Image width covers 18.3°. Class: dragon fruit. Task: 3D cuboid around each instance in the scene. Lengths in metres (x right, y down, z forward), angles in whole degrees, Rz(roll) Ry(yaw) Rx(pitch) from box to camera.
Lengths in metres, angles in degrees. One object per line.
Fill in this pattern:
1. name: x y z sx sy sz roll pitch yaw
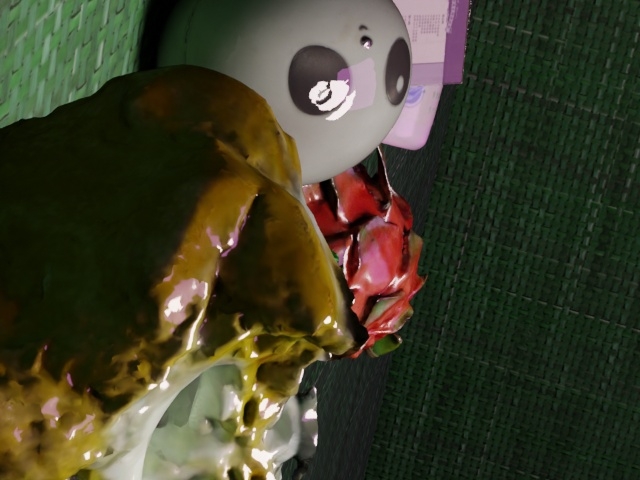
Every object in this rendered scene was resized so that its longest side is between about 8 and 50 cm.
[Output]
1. dragon fruit: 0.000 0.000 1.927 0.193 0.192 0.274 29 -33 62

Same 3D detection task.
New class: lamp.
1. lamp: -0.026 -0.160 1.454 0.198 0.198 0.244 -44 136 -74

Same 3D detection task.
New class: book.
1. book: 0.056 -0.225 1.911 0.231 0.026 0.157 -6 109 -40

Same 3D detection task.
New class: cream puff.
1. cream puff: -0.146 0.063 1.009 0.274 0.270 0.323 -125 -138 -54

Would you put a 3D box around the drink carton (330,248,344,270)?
1. drink carton: -0.076 0.056 1.666 0.142 0.146 0.144 -63 -176 10

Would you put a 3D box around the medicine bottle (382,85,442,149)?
1. medicine bottle: 0.070 -0.230 2.037 0.152 0.152 0.254 -20 126 -80
